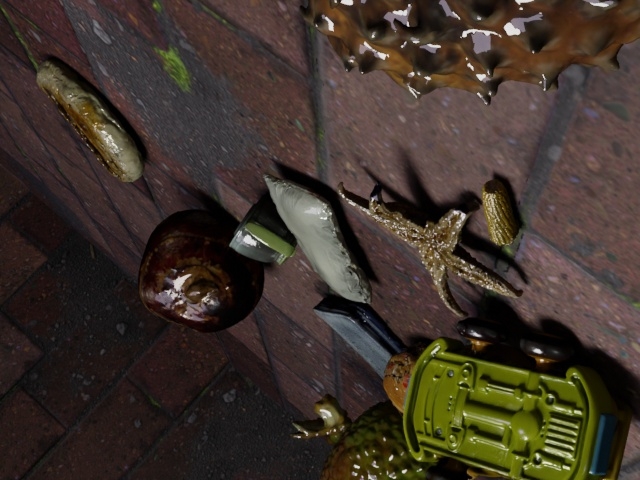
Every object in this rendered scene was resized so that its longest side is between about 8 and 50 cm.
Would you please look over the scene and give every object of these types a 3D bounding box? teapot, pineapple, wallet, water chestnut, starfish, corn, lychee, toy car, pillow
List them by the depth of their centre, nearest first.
[{"bbox_3d":[0.139,-0.150,0.387,0.361,0.175,0.175,1,138,48],"label":"pineapple"},{"bbox_3d":[0.165,-0.023,0.835,0.028,0.027,0.083,13,148,29],"label":"corn"},{"bbox_3d":[0.117,0.004,0.974,0.213,0.057,0.238,27,163,34],"label":"starfish"},{"bbox_3d":[0.222,0.200,1.025,0.248,0.200,0.142,13,177,44],"label":"toy car"},{"bbox_3d":[0.000,0.000,1.234,0.128,0.051,0.229,31,160,37],"label":"pillow"},{"bbox_3d":[-0.078,-0.001,1.319,0.090,0.092,0.124,32,-151,-3],"label":"teapot"},{"bbox_3d":[0.092,0.177,1.499,0.222,0.036,0.167,48,163,-18],"label":"wallet"},{"bbox_3d":[-0.210,0.051,1.617,0.223,0.238,0.224,4,126,5],"label":"water chestnut"},{"bbox_3d":[0.122,0.411,1.630,0.320,0.270,0.270,42,168,46],"label":"lychee"}]

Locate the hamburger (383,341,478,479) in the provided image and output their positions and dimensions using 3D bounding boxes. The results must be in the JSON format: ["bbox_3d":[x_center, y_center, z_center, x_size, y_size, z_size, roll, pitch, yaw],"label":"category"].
[{"bbox_3d":[0.190,0.249,1.341,0.231,0.107,0.231,46,168,13],"label":"hamburger"}]

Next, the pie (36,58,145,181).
[{"bbox_3d":[-0.417,-0.215,1.661,0.274,0.055,0.274,44,165,15],"label":"pie"}]
